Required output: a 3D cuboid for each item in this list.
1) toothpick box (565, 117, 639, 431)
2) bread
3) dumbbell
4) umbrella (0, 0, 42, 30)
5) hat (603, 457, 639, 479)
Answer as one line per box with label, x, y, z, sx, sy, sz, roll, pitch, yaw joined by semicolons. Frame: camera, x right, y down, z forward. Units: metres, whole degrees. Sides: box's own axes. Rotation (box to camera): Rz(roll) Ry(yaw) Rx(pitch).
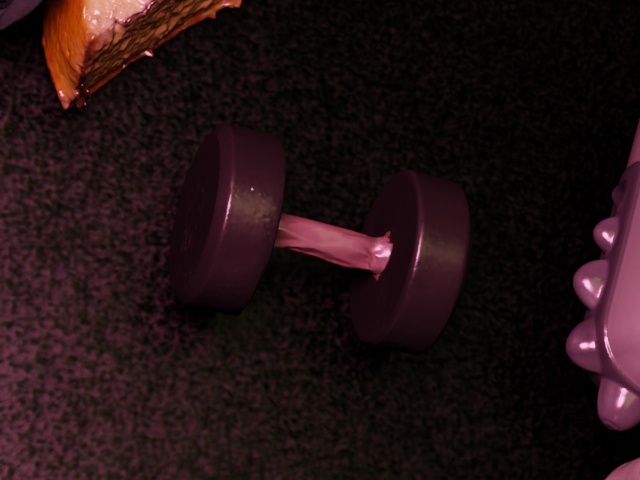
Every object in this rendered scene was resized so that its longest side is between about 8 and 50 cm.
toothpick box;0.335;0.034;1.417;0.229;0.229;0.316;24;70;-12
bread;-0.147;-0.235;1.365;0.134;0.129;0.260;45;65;6
dumbbell;0.000;0.000;1.334;0.218;0.152;0.152;13;70;-16
umbrella;-0.244;-0.237;1.268;0.349;0.094;0.143;-42;72;8
hat;0.327;0.285;1.337;0.161;0.232;0.275;-50;119;-39
